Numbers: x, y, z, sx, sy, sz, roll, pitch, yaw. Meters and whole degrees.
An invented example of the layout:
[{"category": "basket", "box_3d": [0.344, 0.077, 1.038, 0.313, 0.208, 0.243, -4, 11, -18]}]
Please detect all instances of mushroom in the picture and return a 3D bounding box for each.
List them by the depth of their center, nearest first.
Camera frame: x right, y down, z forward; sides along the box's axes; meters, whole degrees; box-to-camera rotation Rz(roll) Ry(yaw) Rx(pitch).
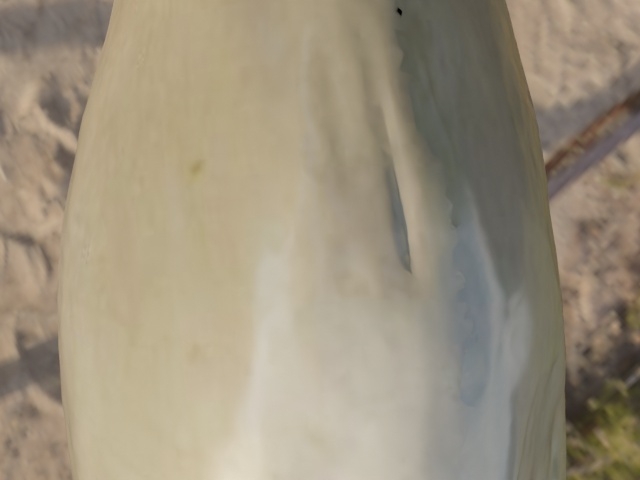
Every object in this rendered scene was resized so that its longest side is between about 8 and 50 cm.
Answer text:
[{"category": "mushroom", "box_3d": [0.000, 0.000, 0.395, 0.128, 0.128, 0.350, -2, 97, -25]}]
